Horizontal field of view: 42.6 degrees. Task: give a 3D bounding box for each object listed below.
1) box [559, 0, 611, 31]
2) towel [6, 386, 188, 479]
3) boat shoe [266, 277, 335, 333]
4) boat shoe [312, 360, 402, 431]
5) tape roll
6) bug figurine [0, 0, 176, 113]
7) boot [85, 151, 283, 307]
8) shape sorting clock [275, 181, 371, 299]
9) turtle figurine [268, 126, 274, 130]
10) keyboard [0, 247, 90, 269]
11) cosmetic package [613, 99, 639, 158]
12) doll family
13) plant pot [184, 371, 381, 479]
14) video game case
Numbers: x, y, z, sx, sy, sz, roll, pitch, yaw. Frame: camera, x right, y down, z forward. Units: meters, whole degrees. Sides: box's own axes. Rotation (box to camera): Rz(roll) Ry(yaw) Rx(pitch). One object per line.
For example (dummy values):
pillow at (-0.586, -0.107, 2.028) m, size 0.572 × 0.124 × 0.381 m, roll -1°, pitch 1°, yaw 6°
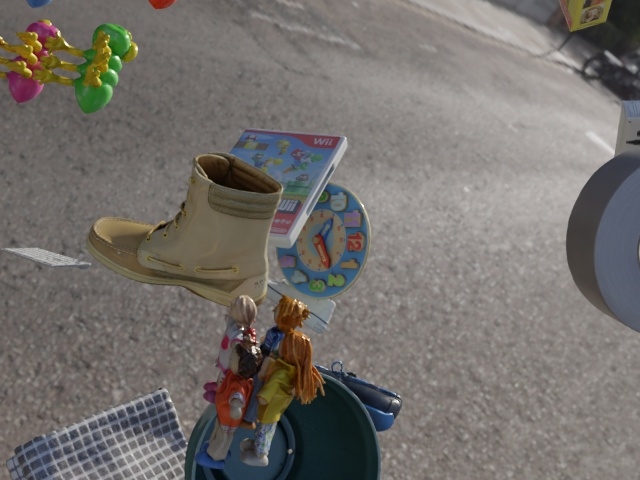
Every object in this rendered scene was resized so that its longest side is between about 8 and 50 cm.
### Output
box at (0.371, -0.383, 1.135) m, size 0.232 × 0.058 × 0.087 m, roll 45°, pitch 30°, yaw -74°
towel at (-0.319, 0.383, 1.311) m, size 0.283 × 0.121 × 0.235 m, roll -19°, pitch 70°, yaw -44°
boat shoe at (-0.047, 0.117, 1.692) m, size 0.226 × 0.076 × 0.083 m, roll 30°, pitch -9°, yaw 44°
boat shoe at (0.052, 0.322, 1.715) m, size 0.258 × 0.109 × 0.089 m, roll 23°, pitch 41°, yaw 28°
tape roll at (0.400, 0.000, 0.950) m, size 0.219 × 0.219 × 0.072 m, roll 32°, pitch 4°, yaw -15°
bug figurine at (-0.233, -0.230, 0.813) m, size 0.279 × 0.216 × 0.072 m, roll 13°, pitch -13°, yaw 35°
boot at (-0.183, -0.031, 1.089) m, size 0.261 × 0.204 × 0.095 m, roll 19°, pitch 38°, yaw 7°
shape sorting clock at (0.000, 0.000, 1.438) m, size 0.206 × 0.206 × 0.040 m, roll 51°, pitch 22°, yaw 26°
turtle figurine at (-0.144, -0.109, 1.683) m, size 0.118 × 0.234 × 0.175 m, roll 34°, pitch 25°, yaw -21°
keyboard at (-0.498, 0.030, 1.475) m, size 0.072 × 0.014 × 0.256 m, roll 6°, pitch 2°, yaw -39°
cosmetic package at (0.629, -0.163, 1.609) m, size 0.098 × 0.239 × 0.060 m, roll 1°, pitch 47°, yaw 12°
doll family at (-0.062, 0.151, 0.957) m, size 0.118 × 0.163 × 0.263 m, roll 18°, pitch 11°, yaw -11°
plant pot at (-0.081, 0.337, 1.260) m, size 0.293 × 0.293 × 0.196 m, roll 31°, pitch -16°, yaw -19°
video game case at (-0.093, -0.099, 1.426) m, size 0.204 × 0.025 × 0.285 m, roll 7°, pitch 44°, yaw 21°
